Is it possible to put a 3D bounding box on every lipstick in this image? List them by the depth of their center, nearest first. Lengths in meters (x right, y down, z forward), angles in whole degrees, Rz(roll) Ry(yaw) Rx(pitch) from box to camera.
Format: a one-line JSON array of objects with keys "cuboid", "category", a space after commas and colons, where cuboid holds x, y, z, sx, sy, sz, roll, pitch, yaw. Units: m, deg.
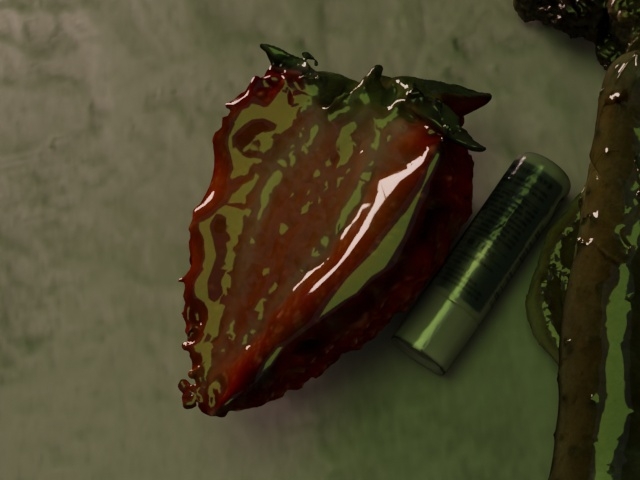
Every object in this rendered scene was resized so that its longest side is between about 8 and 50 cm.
[{"cuboid": [0.097, 0.012, 1.013, 0.040, 0.040, 0.141, 31, 79, 26], "category": "lipstick"}]

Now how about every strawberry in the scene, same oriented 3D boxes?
[{"cuboid": [0.012, 0.008, 1.009, 0.174, 0.098, 0.228, 6, 72, 23], "category": "strawberry"}]

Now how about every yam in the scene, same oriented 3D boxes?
[{"cuboid": [0.167, 0.051, 0.933, 0.071, 0.067, 0.317, 3, 72, 24], "category": "yam"}]

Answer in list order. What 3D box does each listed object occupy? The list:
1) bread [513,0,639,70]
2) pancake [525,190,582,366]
[{"cuboid": [0.175, -0.152, 1.047, 0.113, 0.060, 0.082, 36, 84, 28], "category": "bread"}, {"cuboid": [0.193, 0.027, 0.983, 0.151, 0.025, 0.152, -4, 71, 11], "category": "pancake"}]
